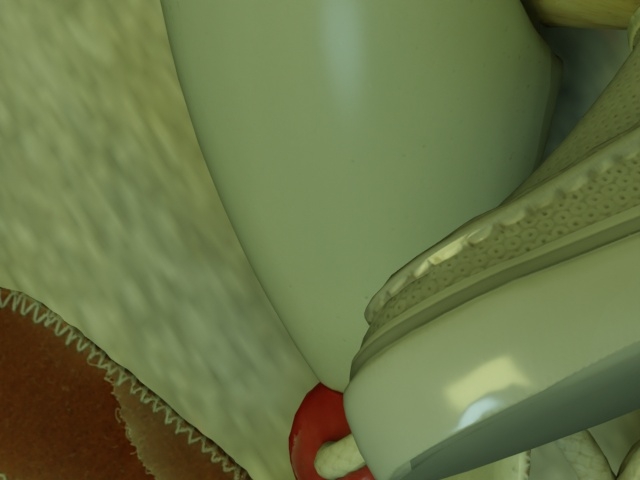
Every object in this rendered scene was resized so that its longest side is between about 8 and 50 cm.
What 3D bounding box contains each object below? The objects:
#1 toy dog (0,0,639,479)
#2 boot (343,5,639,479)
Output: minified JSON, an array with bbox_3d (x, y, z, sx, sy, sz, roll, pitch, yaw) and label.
[{"bbox_3d":[0.000,0.000,0.489,0.220,0.161,0.333,-14,85,27],"label":"toy dog"},{"bbox_3d":[0.095,-0.050,0.421,0.123,0.258,0.095,61,156,12],"label":"boot"}]
